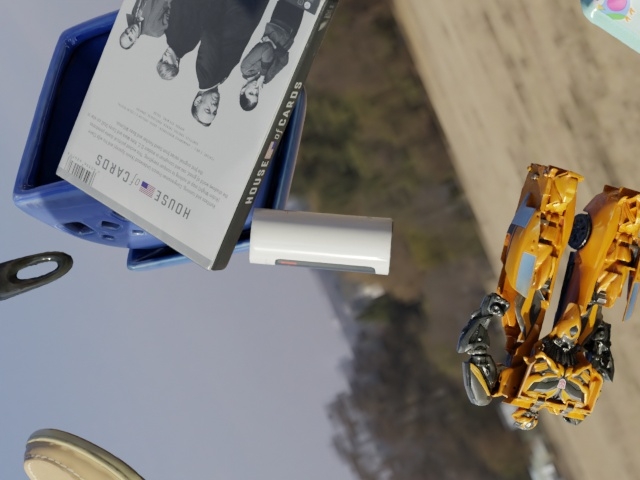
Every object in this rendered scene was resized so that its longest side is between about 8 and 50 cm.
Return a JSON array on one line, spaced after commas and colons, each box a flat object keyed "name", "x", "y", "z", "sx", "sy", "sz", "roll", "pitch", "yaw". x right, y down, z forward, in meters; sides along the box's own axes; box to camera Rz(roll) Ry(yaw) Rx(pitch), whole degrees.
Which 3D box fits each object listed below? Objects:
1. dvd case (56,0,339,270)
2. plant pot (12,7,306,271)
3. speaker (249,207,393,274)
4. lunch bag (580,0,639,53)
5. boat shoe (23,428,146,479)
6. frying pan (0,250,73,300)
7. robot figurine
[{"name": "dvd case", "x": -0.104, "y": -0.121, "z": 1.384, "sx": 0.179, "sy": 0.238, "sz": 0.029, "roll": 31, "pitch": -163, "yaw": 27}, {"name": "plant pot", "x": -0.152, "y": -0.102, "z": 1.810, "sx": 0.212, "sy": 0.236, "sz": 0.236, "roll": 41, "pitch": -131, "yaw": -42}, {"name": "speaker", "x": 0.000, "y": 0.000, "z": 1.641, "sx": 0.055, "sy": 0.136, "sz": 0.055, "roll": 5, "pitch": -90, "yaw": -89}, {"name": "lunch bag", "x": 0.349, "y": -0.212, "z": 1.266, "sx": 0.262, "sy": 0.223, "sz": 0.160, "roll": 26, "pitch": -137, "yaw": -29}, {"name": "boat shoe", "x": -0.213, "y": 0.349, "z": 1.900, "sx": 0.341, "sy": 0.110, "sz": 0.122, "roll": 48, "pitch": 144, "yaw": -13}, {"name": "frying pan", "x": -0.386, "y": 0.051, "z": 1.417, "sx": 0.197, "sy": 0.326, "sz": 0.053, "roll": 50, "pitch": 170, "yaw": 11}, {"name": "robot figurine", "x": 0.265, "y": 0.071, "z": 1.912, "sx": 0.085, "sy": 0.211, "sz": 0.291, "roll": 13, "pitch": 90, "yaw": 62}]
